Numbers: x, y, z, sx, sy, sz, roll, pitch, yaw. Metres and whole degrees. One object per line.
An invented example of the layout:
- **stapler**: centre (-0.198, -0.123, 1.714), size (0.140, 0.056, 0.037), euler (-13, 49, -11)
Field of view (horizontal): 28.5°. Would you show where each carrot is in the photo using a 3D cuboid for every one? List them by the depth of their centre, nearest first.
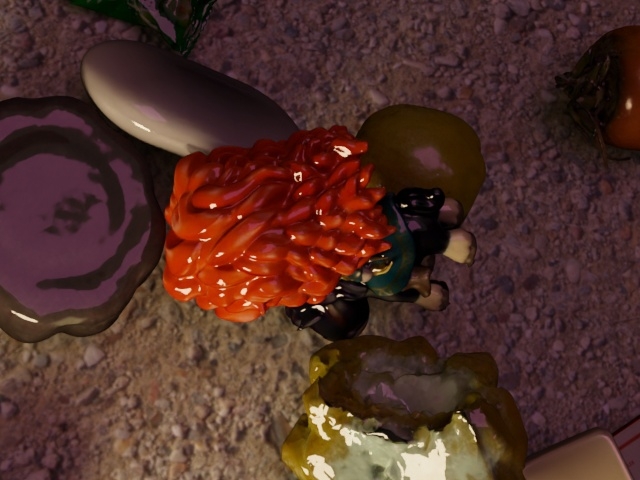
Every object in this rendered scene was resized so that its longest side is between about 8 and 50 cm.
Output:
- **carrot**: centre (0.501, -0.229, 1.945), size (0.331, 0.214, 0.193), euler (4, 42, -22)

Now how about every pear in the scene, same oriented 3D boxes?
- **pear**: centre (0.130, -0.098, 1.770), size (0.200, 0.200, 0.200), euler (6, 70, -17)

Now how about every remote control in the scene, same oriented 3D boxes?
- **remote control**: centre (-0.166, -0.173, 1.687), size (0.332, 0.103, 0.221), euler (19, 28, -24)

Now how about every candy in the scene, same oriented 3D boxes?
- **candy**: centre (-0.249, -0.349, 1.784), size (0.203, 0.078, 0.141), euler (27, 53, 4)

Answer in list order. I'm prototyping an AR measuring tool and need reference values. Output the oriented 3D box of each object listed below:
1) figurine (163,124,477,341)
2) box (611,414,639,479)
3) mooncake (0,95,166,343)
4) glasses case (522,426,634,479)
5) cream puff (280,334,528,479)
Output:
- **figurine**: centre (0.003, 0.005, 1.601), size (0.412, 0.306, 0.241), euler (27, 49, -46)
- **box**: centre (0.459, 0.327, 1.814), size (0.229, 0.050, 0.123), euler (-26, 82, -25)
- **mooncake**: centre (-0.349, -0.021, 1.591), size (0.306, 0.154, 0.306), euler (7, 69, -17)
- **glasses case**: centre (0.397, 0.429, 1.703), size (0.144, 0.076, 0.336), euler (-25, 84, 8)
- **cream puff**: centre (0.126, 0.275, 1.616), size (0.323, 0.270, 0.274), euler (10, 102, 22)
